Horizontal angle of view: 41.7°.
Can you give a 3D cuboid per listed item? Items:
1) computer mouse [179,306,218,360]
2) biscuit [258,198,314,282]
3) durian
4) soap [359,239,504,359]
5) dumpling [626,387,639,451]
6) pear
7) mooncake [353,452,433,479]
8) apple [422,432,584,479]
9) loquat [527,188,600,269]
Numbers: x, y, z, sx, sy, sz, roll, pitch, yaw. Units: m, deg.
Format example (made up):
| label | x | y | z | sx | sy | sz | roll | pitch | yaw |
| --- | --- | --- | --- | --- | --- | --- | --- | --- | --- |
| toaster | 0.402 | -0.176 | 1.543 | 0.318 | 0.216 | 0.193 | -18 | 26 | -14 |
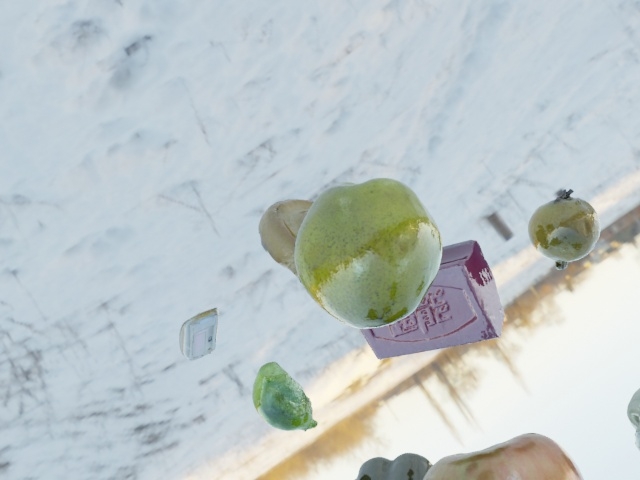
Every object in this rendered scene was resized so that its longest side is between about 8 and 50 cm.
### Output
| label | x | y | z | sx | sy | sz | roll | pitch | yaw |
| --- | --- | --- | --- | --- | --- | --- | --- | --- | --- |
| computer mouse | -0.298 | 0.227 | 2.079 | 0.102 | 0.045 | 0.199 | -24 | 149 | -25 |
| biscuit | 0.000 | 0.000 | 1.976 | 0.296 | 0.296 | 0.102 | -20 | 143 | -56 |
| durian | -0.107 | 0.445 | 2.306 | 0.139 | 0.250 | 0.101 | -19 | -155 | 12 |
| soap | 0.264 | 0.155 | 2.109 | 0.360 | 0.233 | 0.128 | -17 | -158 | 35 |
| dumpling | 0.794 | 0.413 | 1.973 | 0.162 | 0.132 | 0.250 | -52 | 137 | -25 |
| pear | 0.095 | 0.026 | 1.628 | 0.294 | 0.294 | 0.294 | -33 | 171 | -6 |
| mooncake | 0.242 | 0.751 | 2.279 | 0.378 | 0.378 | 0.200 | -40 | -157 | 33 |
| apple | 0.402 | 0.622 | 1.851 | 0.392 | 0.346 | 0.391 | -12 | 161 | -4 |
| loquat | 0.601 | -0.021 | 2.074 | 0.172 | 0.204 | 0.149 | -7 | -154 | -2 |
